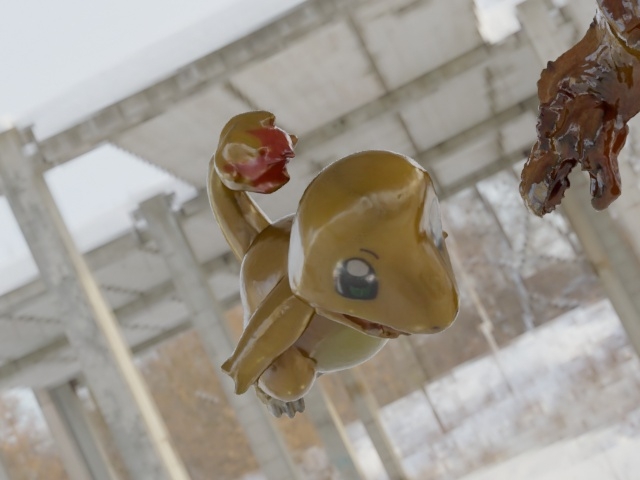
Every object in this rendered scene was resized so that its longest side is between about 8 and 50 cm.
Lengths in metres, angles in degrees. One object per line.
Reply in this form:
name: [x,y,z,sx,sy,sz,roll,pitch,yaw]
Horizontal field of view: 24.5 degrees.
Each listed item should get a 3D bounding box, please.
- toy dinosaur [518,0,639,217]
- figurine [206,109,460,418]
toy dinosaur: [0.239,-0.184,0.786,0.097,0.208,0.432,-21,-47,-57]
figurine: [-0.002,-0.003,0.615,0.121,0.122,0.176,-34,-3,-20]
